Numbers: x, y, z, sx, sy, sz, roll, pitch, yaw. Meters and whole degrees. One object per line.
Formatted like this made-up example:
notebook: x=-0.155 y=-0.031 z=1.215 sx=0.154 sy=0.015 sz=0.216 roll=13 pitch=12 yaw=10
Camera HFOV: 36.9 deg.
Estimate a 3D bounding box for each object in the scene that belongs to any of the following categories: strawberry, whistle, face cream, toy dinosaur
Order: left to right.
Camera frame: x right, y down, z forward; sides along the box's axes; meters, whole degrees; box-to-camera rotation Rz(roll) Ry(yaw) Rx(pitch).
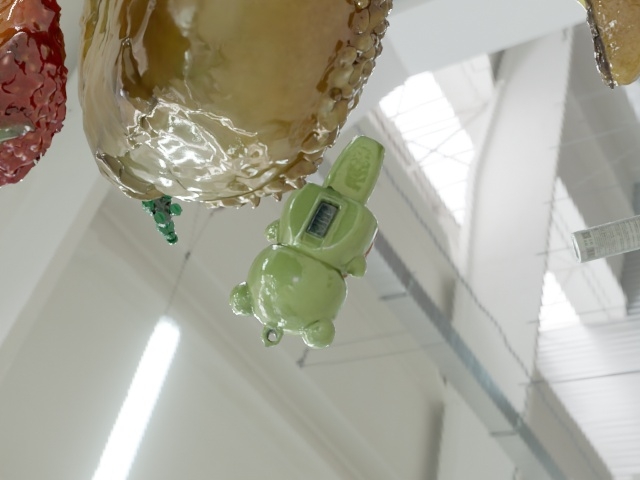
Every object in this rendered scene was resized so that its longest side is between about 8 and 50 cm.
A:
strawberry: x=-0.257 y=-0.125 z=0.691 sx=0.098 sy=0.174 sz=0.228 roll=64 pitch=-166 yaw=-50
toy dinosaur: x=-0.278 y=-0.057 z=1.631 sx=0.059 sy=0.096 sz=0.132 roll=-29 pitch=-94 yaw=-21
whistle: x=0.000 y=0.000 z=1.126 sx=0.106 sy=0.131 sz=0.288 roll=88 pitch=-153 yaw=-66
face cream: x=0.321 y=-0.009 z=0.966 sx=0.034 sy=0.130 sz=0.034 roll=-15 pitch=-90 yaw=-83

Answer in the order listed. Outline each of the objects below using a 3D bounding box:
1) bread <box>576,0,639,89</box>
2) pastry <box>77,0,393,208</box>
bread: x=0.372 y=-0.327 z=1.136 sx=0.262 sy=0.162 sz=0.204 roll=61 pitch=-142 yaw=-31
pastry: x=-0.082 y=-0.216 z=0.904 sx=0.245 sy=0.409 sz=0.410 roll=13 pitch=-115 yaw=-25
